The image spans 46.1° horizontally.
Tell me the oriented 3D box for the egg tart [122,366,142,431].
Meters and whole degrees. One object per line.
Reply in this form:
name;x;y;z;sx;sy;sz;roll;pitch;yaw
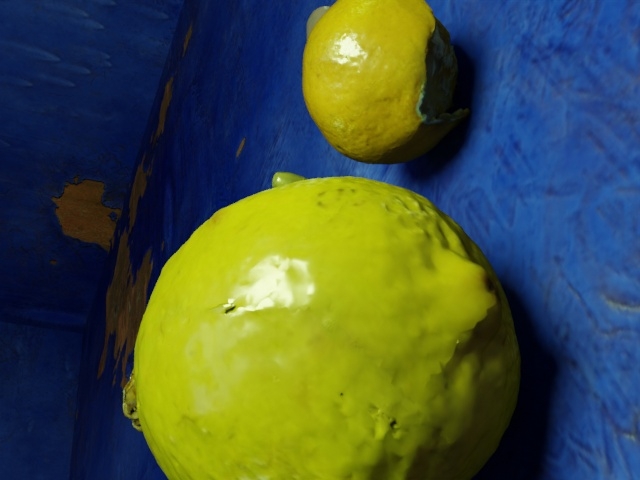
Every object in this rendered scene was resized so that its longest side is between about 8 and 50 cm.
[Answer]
egg tart;-0.201;0.159;1.166;0.297;0.132;0.297;-59;16;28

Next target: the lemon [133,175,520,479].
lemon;-0.001;0.084;0.530;0.284;0.261;0.260;0;79;52

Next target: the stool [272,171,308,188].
stool;0.000;0.000;0.764;0.134;0.111;0.134;141;135;-57

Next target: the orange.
orange;0.060;-0.139;0.652;0.134;0.157;0.156;28;106;46

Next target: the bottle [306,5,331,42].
bottle;0.009;-0.230;0.944;0.053;0.053;0.140;130;145;-50
